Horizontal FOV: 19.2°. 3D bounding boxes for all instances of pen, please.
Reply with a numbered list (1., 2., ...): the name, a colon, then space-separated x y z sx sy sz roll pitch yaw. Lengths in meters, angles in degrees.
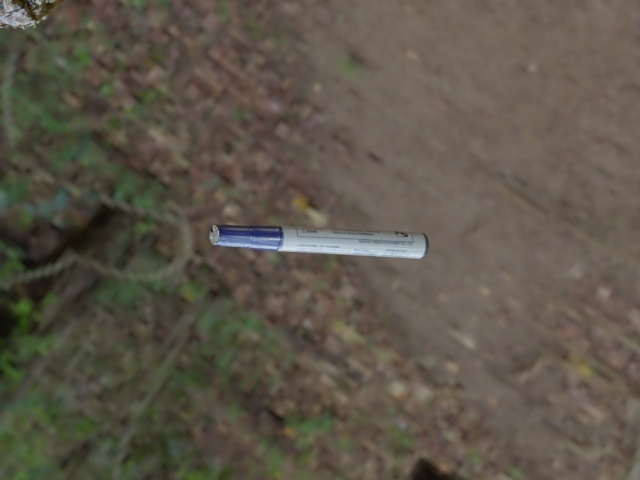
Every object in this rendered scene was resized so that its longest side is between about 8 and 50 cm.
1. pen: 0.000 0.000 1.671 0.204 0.025 0.025 3 178 -23

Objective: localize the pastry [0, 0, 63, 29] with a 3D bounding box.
1. pastry: -0.361 -0.339 2.174 0.275 0.275 0.193 24 143 36
